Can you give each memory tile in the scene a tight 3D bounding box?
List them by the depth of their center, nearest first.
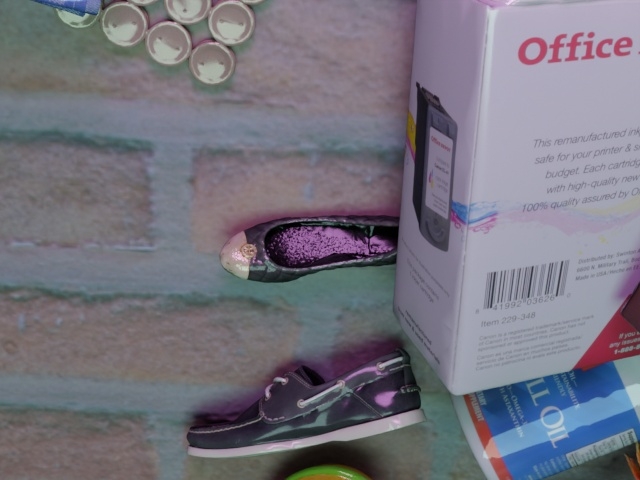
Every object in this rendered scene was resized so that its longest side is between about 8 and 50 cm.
[{"bbox_3d":[-0.118,-0.190,0.731,0.148,0.012,0.113,22,116,-15],"label":"memory tile"}]

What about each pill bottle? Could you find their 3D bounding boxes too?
[{"bbox_3d":[0.238,0.134,0.876,0.222,0.124,0.124,-26,118,10],"label":"pill bottle"}]

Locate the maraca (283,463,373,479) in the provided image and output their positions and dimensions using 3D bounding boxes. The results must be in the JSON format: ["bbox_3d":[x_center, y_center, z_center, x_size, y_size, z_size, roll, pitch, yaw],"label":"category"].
[{"bbox_3d":[-0.004,0.296,0.968,0.127,0.099,0.185,40,117,-2],"label":"maraca"}]

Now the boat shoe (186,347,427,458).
[{"bbox_3d":[-0.019,0.160,0.916,0.233,0.084,0.079,-15,82,12],"label":"boat shoe"}]

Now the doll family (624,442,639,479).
[{"bbox_3d":[0.341,0.240,0.917,0.118,0.163,0.263,34,153,21],"label":"doll family"}]

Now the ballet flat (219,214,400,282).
[{"bbox_3d":[0.000,0.000,0.818,0.173,0.057,0.049,-8,165,-6],"label":"ballet flat"}]

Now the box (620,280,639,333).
[{"bbox_3d":[0.435,0.018,0.728,0.382,0.143,0.191,1,127,-32],"label":"box"}]

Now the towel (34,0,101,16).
[{"bbox_3d":[-0.199,-0.299,0.599,0.209,0.034,0.285,12,108,-27],"label":"towel"}]

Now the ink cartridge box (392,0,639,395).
[{"bbox_3d":[0.185,-0.055,0.735,0.226,0.131,0.306,-8,119,-17],"label":"ink cartridge box"}]
